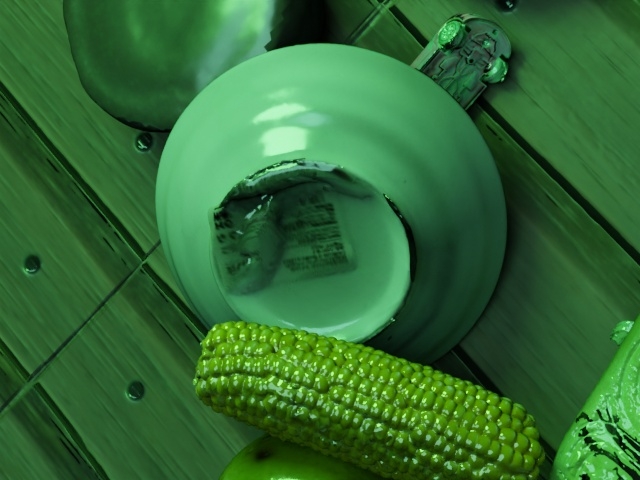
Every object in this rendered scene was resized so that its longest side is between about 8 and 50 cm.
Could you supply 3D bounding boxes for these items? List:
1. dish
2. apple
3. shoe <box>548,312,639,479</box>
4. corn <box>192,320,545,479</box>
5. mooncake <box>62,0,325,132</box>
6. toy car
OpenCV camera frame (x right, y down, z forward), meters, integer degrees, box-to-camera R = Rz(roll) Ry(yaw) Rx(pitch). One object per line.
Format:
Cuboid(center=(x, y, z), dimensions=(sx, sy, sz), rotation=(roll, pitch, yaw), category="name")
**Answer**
Cuboid(center=(0.000, 0.000, 1.483), dimensions=(0.316, 0.106, 0.316), rotation=(4, 112, 9), category="dish")
Cuboid(center=(-0.007, 0.249, 1.506), dimensions=(0.196, 0.157, 0.196), rotation=(0, 89, 14), category="apple")
Cuboid(center=(0.279, 0.127, 1.411), dimensions=(0.140, 0.128, 0.262), rotation=(37, 102, 10), category="shoe")
Cuboid(center=(0.049, 0.138, 1.431), dimensions=(0.310, 0.101, 0.101), rotation=(22, 95, 3), category="corn")
Cuboid(center=(-0.112, -0.205, 1.592), dimensions=(0.245, 0.133, 0.245), rotation=(-2, 86, 22), category="mooncake")
Cuboid(center=(0.104, -0.138, 1.541), dimensions=(0.142, 0.069, 0.055), rotation=(-49, 32, 12), category="toy car")
